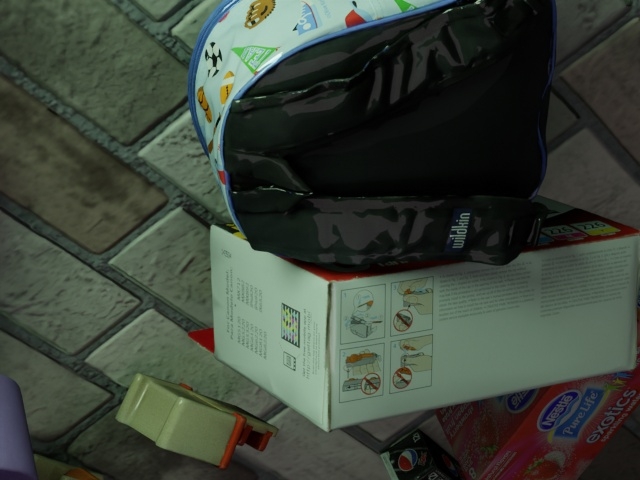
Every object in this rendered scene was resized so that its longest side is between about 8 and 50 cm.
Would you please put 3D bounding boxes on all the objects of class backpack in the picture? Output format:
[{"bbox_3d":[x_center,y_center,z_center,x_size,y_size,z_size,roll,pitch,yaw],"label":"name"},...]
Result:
[{"bbox_3d":[0.032,-0.115,1.337,0.263,0.213,0.277,-18,131,-16],"label":"backpack"}]

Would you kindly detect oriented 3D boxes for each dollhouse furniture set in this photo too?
[{"bbox_3d":[-0.154,0.268,1.638,0.135,0.262,0.259,26,88,-44],"label":"dollhouse furniture set"}]

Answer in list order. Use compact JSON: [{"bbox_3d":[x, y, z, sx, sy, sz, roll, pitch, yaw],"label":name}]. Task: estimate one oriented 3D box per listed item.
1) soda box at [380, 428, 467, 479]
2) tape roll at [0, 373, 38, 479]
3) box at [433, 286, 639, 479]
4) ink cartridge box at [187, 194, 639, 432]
[{"bbox_3d":[0.134,0.270,1.905,0.053,0.060,0.169,-35,137,11],"label":"soda box"},{"bbox_3d":[-0.382,0.193,1.479,0.274,0.090,0.275,-13,161,-5],"label":"tape roll"},{"bbox_3d":[0.240,0.129,1.757,0.128,0.123,0.257,10,129,-32],"label":"box"},{"bbox_3d":[0.071,0.040,1.514,0.309,0.272,0.130,-8,107,-29],"label":"ink cartridge box"}]
